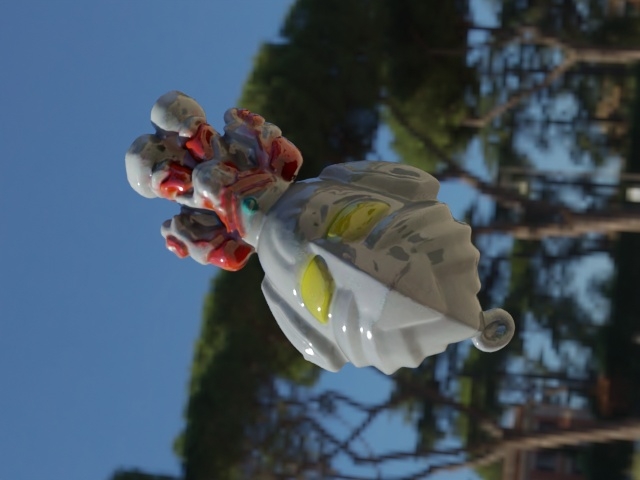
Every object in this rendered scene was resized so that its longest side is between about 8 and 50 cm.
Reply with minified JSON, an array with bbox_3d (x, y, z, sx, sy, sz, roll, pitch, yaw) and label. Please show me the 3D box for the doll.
[{"bbox_3d":[0.000,0.000,0.683,0.094,0.180,0.079,-60,-5,3],"label":"doll"}]
